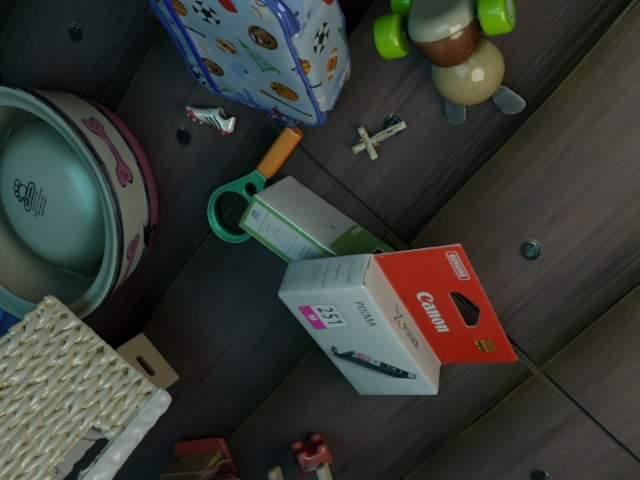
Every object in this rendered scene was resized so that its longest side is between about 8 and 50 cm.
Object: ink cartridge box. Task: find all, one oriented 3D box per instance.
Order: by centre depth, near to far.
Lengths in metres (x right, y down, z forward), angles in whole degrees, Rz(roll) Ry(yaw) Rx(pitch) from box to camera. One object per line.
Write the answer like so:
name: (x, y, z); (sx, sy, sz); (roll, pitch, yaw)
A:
ink cartridge box: (0.112, 0.120, 0.986); (0.239, 0.060, 0.275); (-6, 138, 29)
ink cartridge box: (0.000, 0.000, 1.046); (0.209, 0.109, 0.062); (36, 121, 11)

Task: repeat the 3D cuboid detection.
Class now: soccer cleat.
soccer cleat: (-0.166, -0.190, 1.109); (0.083, 0.029, 0.036); (30, 111, 11)

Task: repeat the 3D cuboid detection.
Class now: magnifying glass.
magnifying glass: (-0.099, -0.085, 1.115); (0.092, 0.026, 0.231); (44, 121, 6)

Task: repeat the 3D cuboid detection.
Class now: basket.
basket: (-0.480, 0.310, 1.156); (0.266, 0.328, 0.331); (47, 138, -9)

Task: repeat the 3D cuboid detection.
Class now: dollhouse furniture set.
dollhouse furniture set: (-0.121, 0.436, 1.227); (0.374, 0.201, 0.152); (-13, 102, 24)

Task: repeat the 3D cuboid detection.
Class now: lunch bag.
lunch bag: (-0.094, -0.264, 0.909); (0.243, 0.303, 0.115); (22, 74, 16)

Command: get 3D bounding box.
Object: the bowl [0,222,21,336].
bowl: (-0.734, 0.024, 1.450); (0.391, 0.077, 0.391); (9, 112, 24)

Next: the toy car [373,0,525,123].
toy car: (0.178, -0.224, 0.886); (0.155, 0.149, 0.188); (-5, 135, 32)

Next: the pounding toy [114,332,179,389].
pounding toy: (-0.330, 0.260, 1.316); (0.141, 0.100, 0.130); (49, 123, 3)

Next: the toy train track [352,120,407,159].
toy train track: (0.082, -0.142, 1.009); (0.083, 0.014, 0.048); (-25, 89, 26)

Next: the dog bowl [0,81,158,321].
dog bowl: (-0.450, -0.069, 1.228); (0.408, 0.150, 0.408); (10, 113, 24)
